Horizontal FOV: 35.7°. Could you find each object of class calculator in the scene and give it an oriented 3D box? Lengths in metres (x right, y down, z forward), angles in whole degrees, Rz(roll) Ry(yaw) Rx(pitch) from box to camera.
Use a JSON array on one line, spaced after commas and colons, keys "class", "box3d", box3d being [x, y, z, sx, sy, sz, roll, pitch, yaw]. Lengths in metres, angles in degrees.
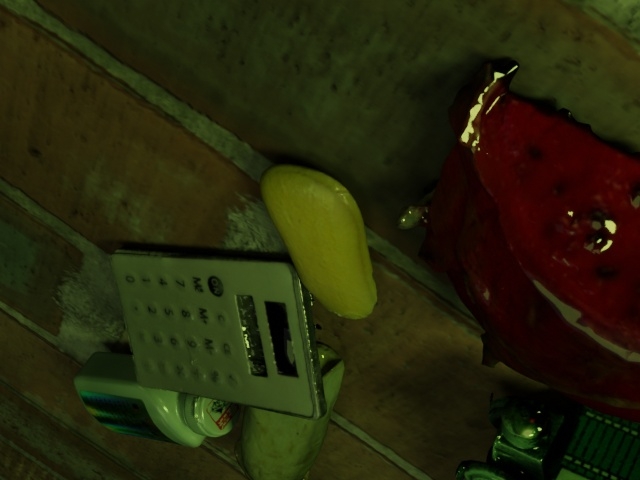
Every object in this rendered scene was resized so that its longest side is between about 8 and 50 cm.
[{"class": "calculator", "box3d": [-0.103, 0.087, 0.979, 0.261, 0.021, 0.161, 2, 108, 39]}]

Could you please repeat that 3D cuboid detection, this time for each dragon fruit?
[{"class": "dragon fruit", "box3d": [0.202, 0.063, 0.676, 0.343, 0.100, 0.282, 29, 153, 8]}]

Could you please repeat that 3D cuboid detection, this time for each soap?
[{"class": "soap", "box3d": [0.000, 0.000, 0.821, 0.089, 0.033, 0.168, 18, 146, 27]}]

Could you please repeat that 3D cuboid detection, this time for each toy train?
[{"class": "toy train", "box3d": [0.208, 0.225, 0.879, 0.154, 0.115, 0.269, 14, 141, 20]}]

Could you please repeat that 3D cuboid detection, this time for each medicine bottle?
[{"class": "medicine bottle", "box3d": [-0.195, 0.196, 1.217, 0.229, 0.083, 0.121, -1, 133, 44]}]

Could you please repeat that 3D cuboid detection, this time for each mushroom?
[{"class": "mushroom", "box3d": [-0.042, 0.200, 1.092, 0.100, 0.081, 0.312, 21, 146, 5]}]
